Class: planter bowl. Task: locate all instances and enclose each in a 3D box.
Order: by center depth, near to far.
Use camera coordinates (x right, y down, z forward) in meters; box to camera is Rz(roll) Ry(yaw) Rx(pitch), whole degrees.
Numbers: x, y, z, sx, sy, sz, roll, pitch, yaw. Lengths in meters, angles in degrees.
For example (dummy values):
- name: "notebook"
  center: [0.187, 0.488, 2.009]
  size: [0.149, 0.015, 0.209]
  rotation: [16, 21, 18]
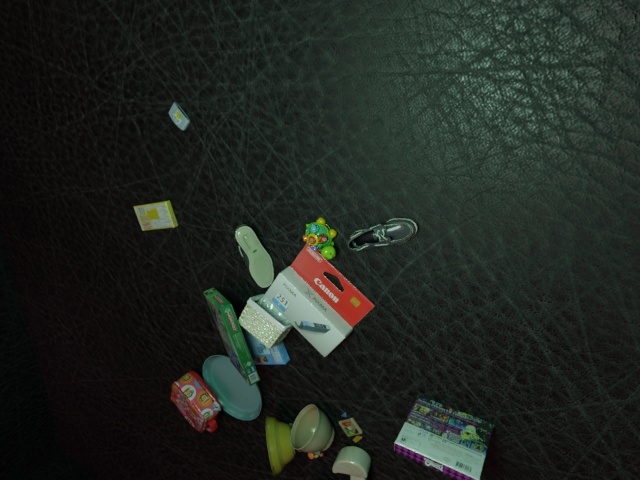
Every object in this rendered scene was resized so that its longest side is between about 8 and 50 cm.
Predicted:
- name: "planter bowl"
  center: [-0.019, 0.701, 1.567]
  size: [0.109, 0.162, 0.162]
  rotation: [37, 130, -19]
- name: "planter bowl"
  center: [-0.143, 0.766, 1.625]
  size: [0.090, 0.217, 0.217]
  rotation: [-12, 107, -3]

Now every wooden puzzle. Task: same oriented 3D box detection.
- name: "wooden puzzle"
  center: [0.108, 0.678, 1.551]
  size: [0.116, 0.014, 0.078]
  rotation: [49, 127, 5]

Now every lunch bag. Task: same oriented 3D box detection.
- name: "lunch bag"
  center: [-0.537, 0.722, 1.875]
  size: [0.258, 0.120, 0.293]
  rotation: [46, 143, 13]

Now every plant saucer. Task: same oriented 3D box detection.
- name: "plant saucer"
  center: [-0.364, 0.610, 1.803]
  size: [0.317, 0.043, 0.318]
  rotation: [14, 118, 27]

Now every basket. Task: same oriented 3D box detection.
- name: "basket"
  center: [-0.187, 0.279, 1.482]
  size: [0.167, 0.113, 0.103]
  rotation: [37, 102, 15]

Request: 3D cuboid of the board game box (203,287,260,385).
- name: "board game box"
  center: [-0.323, 0.342, 1.547]
  size: [0.213, 0.046, 0.317]
  rotation: [20, 130, 59]

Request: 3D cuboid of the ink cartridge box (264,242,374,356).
- name: "ink cartridge box"
  center: [-0.014, 0.196, 1.384]
  size: [0.296, 0.066, 0.261]
  rotation: [43, 128, 9]

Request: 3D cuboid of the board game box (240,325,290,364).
- name: "board game box"
  center: [-0.231, 0.394, 1.625]
  size: [0.211, 0.039, 0.160]
  rotation: [-13, 103, 35]

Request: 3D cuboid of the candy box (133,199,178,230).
- name: "candy box"
  center: [-0.647, -0.096, 1.681]
  size: [0.205, 0.027, 0.105]
  rotation: [-3, 111, 34]

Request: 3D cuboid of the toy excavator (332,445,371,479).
- name: "toy excavator"
  center: [0.069, 1.019, 1.635]
  size: [0.445, 0.222, 0.433]
  rotation: [-28, 94, 24]

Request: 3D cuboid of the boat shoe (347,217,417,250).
- name: "boat shoe"
  center: [0.166, -0.008, 1.180]
  size: [0.206, 0.065, 0.075]
  rotation: [-13, 103, 36]

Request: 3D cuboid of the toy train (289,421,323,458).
- name: "toy train"
  center: [-0.063, 0.796, 1.691]
  size: [0.166, 0.046, 0.125]
  rotation: [18, 120, 25]

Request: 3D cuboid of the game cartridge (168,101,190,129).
- name: "game cartridge"
  center: [-0.475, -0.414, 1.439]
  size: [0.083, 0.017, 0.056]
  rotation: [51, 131, 3]

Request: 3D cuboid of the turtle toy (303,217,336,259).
- name: "turtle toy"
  center: [0.000, 0.000, 1.288]
  size: [0.130, 0.066, 0.095]
  rotation: [46, 127, 7]

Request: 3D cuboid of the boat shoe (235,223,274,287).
- name: "boat shoe"
  center: [-0.224, 0.050, 1.461]
  size: [0.233, 0.084, 0.079]
  rotation: [68, 165, -18]

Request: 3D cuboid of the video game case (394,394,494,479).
- name: "video game case"
  center: [0.354, 0.560, 1.220]
  size: [0.232, 0.210, 0.042]
  rotation: [13, 117, 27]
